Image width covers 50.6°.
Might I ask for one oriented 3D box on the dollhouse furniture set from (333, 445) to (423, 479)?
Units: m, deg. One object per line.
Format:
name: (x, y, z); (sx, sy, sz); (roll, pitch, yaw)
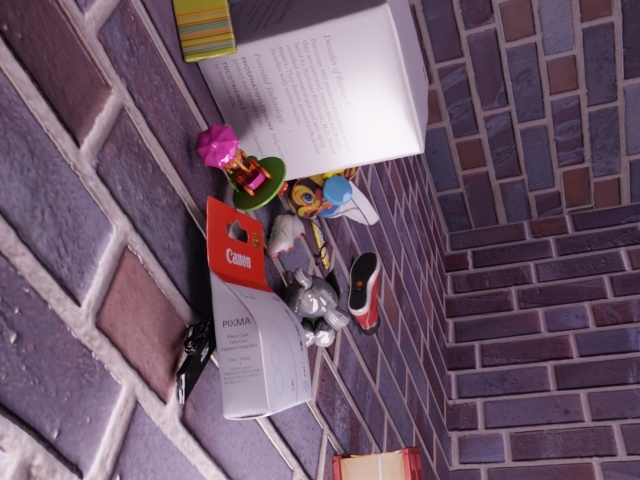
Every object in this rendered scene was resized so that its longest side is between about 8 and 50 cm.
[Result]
dollhouse furniture set: (0.157, 0.714, 1.687); (0.152, 0.201, 0.374); (40, 43, -64)

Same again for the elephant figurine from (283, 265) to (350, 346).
elephant figurine: (-0.018, 0.134, 1.583); (0.169, 0.186, 0.239); (31, 19, -7)

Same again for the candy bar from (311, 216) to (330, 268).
candy bar: (0.000, 0.000, 1.870); (0.040, 0.018, 0.162); (-60, 138, -63)

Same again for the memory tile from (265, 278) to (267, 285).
memory tile: (-0.124, 0.154, 1.419); (0.113, 0.012, 0.148); (-23, 103, -71)

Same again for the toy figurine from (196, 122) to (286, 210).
toy figurine: (-0.172, -0.162, 1.293); (0.159, 0.130, 0.173); (45, 0, -40)

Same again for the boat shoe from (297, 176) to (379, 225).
boat shoe: (0.012, -0.120, 1.778); (0.367, 0.156, 0.136); (41, 12, -46)

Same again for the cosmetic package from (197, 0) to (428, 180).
cosmetic package: (0.008, -0.366, 1.472); (0.329, 0.393, 0.327); (-77, 152, -51)

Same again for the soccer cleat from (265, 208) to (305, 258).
soccer cleat: (-0.089, -0.016, 1.545); (0.076, 0.068, 0.196); (61, 20, -9)

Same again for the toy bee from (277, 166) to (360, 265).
toy bee: (-0.009, -0.119, 1.558); (0.162, 0.195, 0.298); (29, 40, -10)

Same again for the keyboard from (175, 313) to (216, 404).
keyboard: (-0.210, 0.177, 1.135); (0.192, 0.038, 0.100); (-68, 168, -60)

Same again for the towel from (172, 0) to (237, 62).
towel: (-0.229, -0.462, 1.279); (0.021, 0.102, 0.237); (-158, -123, -84)

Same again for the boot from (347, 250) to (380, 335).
boot: (0.155, 0.171, 2.155); (0.176, 0.088, 0.244); (62, 34, -46)

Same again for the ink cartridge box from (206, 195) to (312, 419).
ink cartridge box: (-0.107, 0.125, 1.276); (0.308, 0.091, 0.385); (31, 53, -74)
